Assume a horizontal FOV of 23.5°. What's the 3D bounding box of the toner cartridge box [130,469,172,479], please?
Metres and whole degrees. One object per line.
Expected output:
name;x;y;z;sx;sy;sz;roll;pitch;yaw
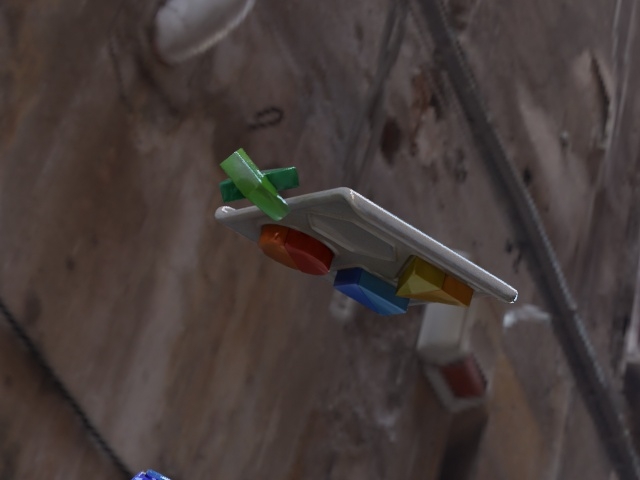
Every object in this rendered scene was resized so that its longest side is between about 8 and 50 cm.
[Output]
toner cartridge box;-0.119;0.260;0.730;0.165;0.348;0.075;23;-53;21

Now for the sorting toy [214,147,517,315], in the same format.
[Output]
sorting toy;0.000;0.000;0.378;0.083;0.012;0.062;29;-19;-32
